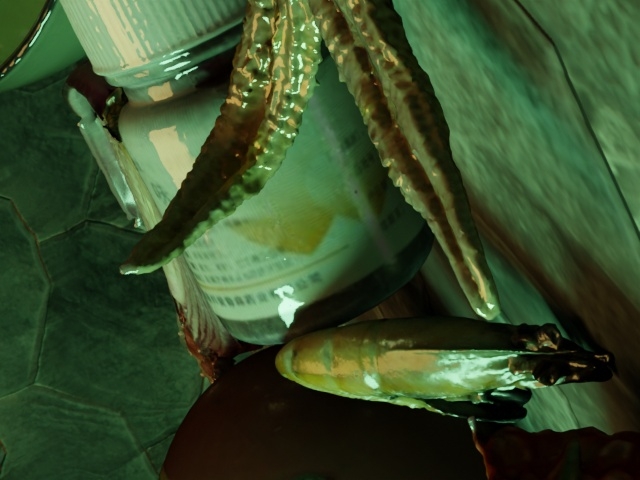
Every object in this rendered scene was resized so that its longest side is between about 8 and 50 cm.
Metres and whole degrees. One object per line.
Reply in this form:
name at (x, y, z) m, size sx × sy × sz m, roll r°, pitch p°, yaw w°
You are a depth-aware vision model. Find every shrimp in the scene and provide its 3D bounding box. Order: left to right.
shrimp at (0.107, 0.085, 0.989) m, size 0.262 × 0.198 × 0.051 m, roll -8°, pitch 73°, yaw 43°

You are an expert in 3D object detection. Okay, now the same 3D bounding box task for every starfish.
starfish at (-0.037, -0.164, 0.795) m, size 0.384 × 0.132 × 0.398 m, roll -132°, pitch 40°, yaw -59°

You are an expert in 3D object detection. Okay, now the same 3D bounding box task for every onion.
onion at (-0.072, -0.022, 1.300) m, size 0.267 × 0.159 × 0.348 m, roll 55°, pitch 167°, yaw 31°

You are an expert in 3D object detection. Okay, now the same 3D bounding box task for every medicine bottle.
medicine bottle at (-0.048, -0.081, 1.032) m, size 0.273 × 0.165 × 0.165 m, roll 63°, pitch 171°, yaw -20°

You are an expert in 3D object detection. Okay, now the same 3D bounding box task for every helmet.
helmet at (0.016, 0.188, 1.250) m, size 0.385 × 0.337 × 0.230 m, roll -93°, pitch 7°, yaw -85°

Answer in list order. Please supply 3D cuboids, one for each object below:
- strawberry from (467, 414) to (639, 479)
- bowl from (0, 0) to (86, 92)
strawberry at (0.185, 0.230, 0.807) m, size 0.253 × 0.150 × 0.280 m, roll -98°, pitch -12°, yaw -47°
bowl at (-0.237, -0.279, 1.197) m, size 0.185 × 0.354 × 0.354 m, roll -7°, pitch -121°, yaw -51°
